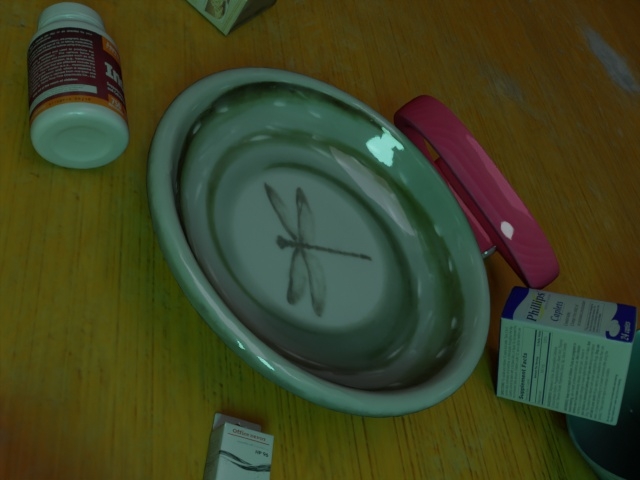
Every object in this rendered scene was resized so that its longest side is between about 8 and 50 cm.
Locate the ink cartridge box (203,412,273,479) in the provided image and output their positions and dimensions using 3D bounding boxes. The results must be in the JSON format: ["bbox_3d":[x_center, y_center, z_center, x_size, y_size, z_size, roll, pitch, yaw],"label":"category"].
[{"bbox_3d":[-0.068,0.184,0.528,0.048,0.028,0.083,24,47,-23],"label":"ink cartridge box"}]

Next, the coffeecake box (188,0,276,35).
[{"bbox_3d":[-0.150,-0.387,0.863,0.185,0.068,0.142,41,44,-5],"label":"coffeecake box"}]

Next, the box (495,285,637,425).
[{"bbox_3d":[0.280,0.130,0.732,0.137,0.126,0.072,10,35,24],"label":"box"}]

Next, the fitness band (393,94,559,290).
[{"bbox_3d":[0.193,-0.057,0.812,0.290,0.054,0.209,54,3,8],"label":"fitness band"}]

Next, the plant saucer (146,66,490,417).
[{"bbox_3d":[0.000,0.000,0.667,0.401,0.100,0.400,20,49,-25],"label":"plant saucer"}]

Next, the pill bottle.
[{"bbox_3d":[-0.233,-0.152,0.606,0.086,0.086,0.151,6,57,-36],"label":"pill bottle"}]

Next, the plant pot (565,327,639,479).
[{"bbox_3d":[0.475,0.257,0.727,0.235,0.293,0.293,58,40,-14],"label":"plant pot"}]
